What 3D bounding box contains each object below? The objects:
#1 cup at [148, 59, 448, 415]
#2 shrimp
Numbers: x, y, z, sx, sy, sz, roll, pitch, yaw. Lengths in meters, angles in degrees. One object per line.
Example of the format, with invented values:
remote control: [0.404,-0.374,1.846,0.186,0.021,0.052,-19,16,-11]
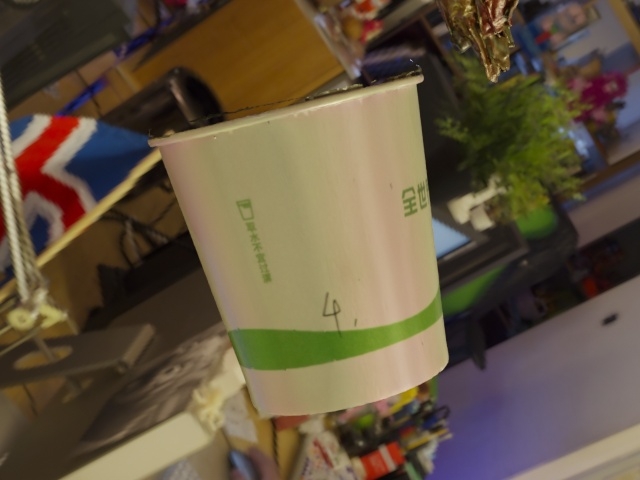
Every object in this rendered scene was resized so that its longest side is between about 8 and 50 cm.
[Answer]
cup: [0.000,0.000,0.931,0.253,0.253,0.273,-36,113,-69]
shrimp: [0.145,-0.275,0.931,0.062,0.154,0.294,-42,132,-31]
